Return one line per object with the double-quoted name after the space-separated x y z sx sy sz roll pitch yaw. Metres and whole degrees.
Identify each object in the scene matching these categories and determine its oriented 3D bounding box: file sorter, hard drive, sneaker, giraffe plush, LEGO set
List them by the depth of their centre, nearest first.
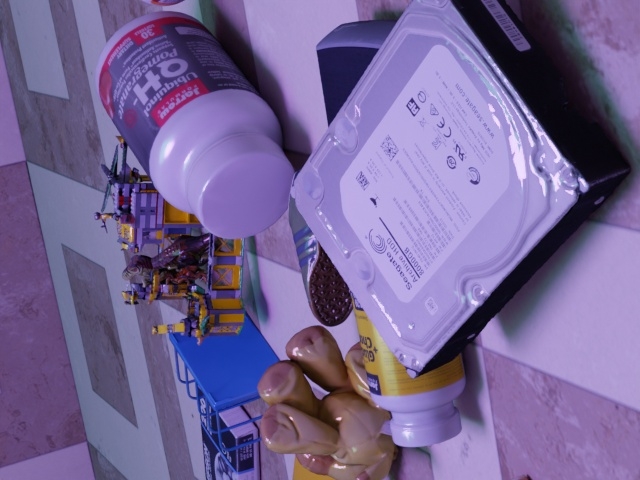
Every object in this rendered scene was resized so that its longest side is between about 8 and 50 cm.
0.108 -0.052 1.372 0.237 0.064 0.339 57 144 17 "hard drive"
0.084 -0.126 1.484 0.255 0.054 0.172 18 121 56 "hard drive"
0.028 0.224 1.795 0.210 0.181 0.170 30 155 13 "giraffe plush"
0.000 0.000 1.808 0.086 0.064 0.192 -134 35 -64 "sneaker"
-0.240 0.010 2.161 0.331 0.192 0.254 -139 53 -60 "LEGO set"
-0.128 0.201 2.173 0.170 0.118 0.104 51 151 46 "file sorter"

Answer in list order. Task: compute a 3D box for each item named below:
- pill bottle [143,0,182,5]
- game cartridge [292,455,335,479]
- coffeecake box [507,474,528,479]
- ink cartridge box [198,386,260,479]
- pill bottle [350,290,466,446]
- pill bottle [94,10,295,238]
-0.172 -0.372 1.892 0.221 0.121 0.121 -11 94 68 "pill bottle"
0.041 0.422 2.008 0.323 0.053 0.285 95 151 -46 "game cartridge"
0.215 0.348 1.495 0.185 0.068 0.142 -128 30 -46 "coffeecake box"
-0.155 0.325 2.419 0.208 0.045 0.206 -131 33 -50 "ink cartridge box"
0.095 0.116 1.586 0.103 0.103 0.184 10 113 66 "pill bottle"
-0.154 -0.143 1.927 0.318 0.176 0.176 53 149 43 "pill bottle"
